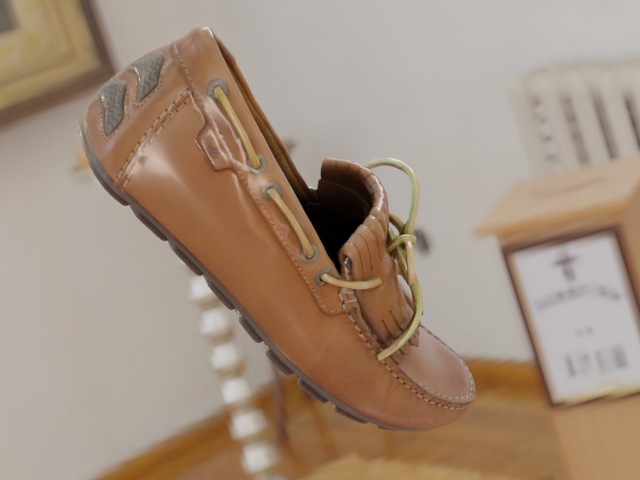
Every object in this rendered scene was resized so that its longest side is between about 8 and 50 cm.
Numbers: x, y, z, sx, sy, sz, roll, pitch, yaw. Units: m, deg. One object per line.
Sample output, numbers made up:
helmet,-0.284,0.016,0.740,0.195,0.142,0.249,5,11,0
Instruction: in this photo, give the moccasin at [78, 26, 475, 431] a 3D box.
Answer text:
moccasin,-0.001,-0.002,1.361,0.147,0.380,0.139,-36,29,10
